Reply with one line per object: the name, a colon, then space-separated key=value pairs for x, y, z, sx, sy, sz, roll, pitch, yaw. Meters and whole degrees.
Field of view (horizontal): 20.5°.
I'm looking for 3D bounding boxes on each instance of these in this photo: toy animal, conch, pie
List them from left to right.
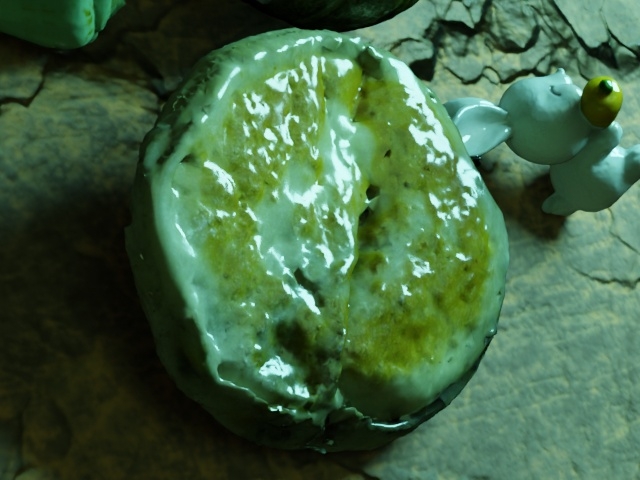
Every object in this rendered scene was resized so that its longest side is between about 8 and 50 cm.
conch: x=-0.225 y=-0.197 z=1.295 sx=0.170 sy=0.079 sz=0.105 roll=9 pitch=46 yaw=-21
pie: x=0.000 y=0.000 z=1.288 sx=0.339 sy=0.077 sz=0.339 roll=8 pitch=77 yaw=-35
toy animal: x=0.182 y=-0.084 z=1.458 sx=0.182 sy=0.131 sz=0.127 roll=32 pitch=87 yaw=-32

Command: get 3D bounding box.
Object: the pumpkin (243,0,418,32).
pumpkin: x=0.008 y=-0.292 z=1.398 sx=0.260 sy=0.189 sz=0.260 roll=14 pitch=69 yaw=-40
